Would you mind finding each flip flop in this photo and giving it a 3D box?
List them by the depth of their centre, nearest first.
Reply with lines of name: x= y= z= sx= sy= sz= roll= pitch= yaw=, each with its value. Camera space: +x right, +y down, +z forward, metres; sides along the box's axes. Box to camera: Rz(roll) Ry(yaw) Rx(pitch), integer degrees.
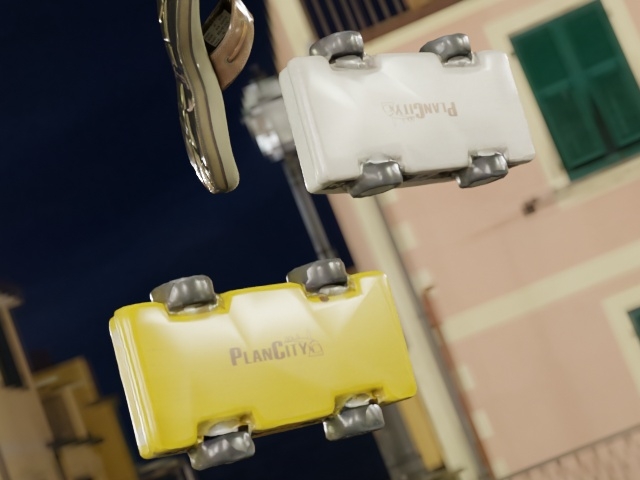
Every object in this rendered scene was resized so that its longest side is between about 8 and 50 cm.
flip flop: x=-0.099 y=-0.178 z=1.402 sx=0.080 sy=0.277 sz=0.112 roll=-14 pitch=22 yaw=-12

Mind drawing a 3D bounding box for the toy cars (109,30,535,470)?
toy cars: x=0.000 y=0.000 z=0.905 sx=0.087 sy=0.176 sz=0.393 roll=-26 pitch=26 yaw=49
